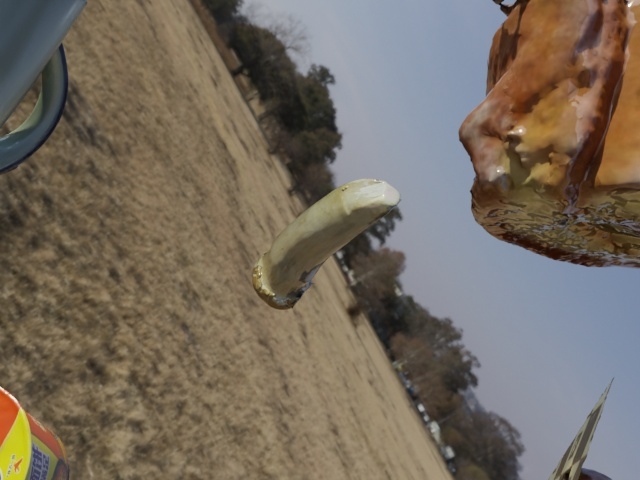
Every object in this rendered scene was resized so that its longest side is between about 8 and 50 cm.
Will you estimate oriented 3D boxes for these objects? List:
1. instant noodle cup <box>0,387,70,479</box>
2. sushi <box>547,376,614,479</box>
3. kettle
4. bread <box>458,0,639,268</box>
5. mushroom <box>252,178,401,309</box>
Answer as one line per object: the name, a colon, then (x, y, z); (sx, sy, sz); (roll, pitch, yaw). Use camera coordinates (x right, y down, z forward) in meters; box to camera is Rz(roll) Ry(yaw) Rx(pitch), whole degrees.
instant noodle cup: (-0.457, 0.315, 0.861); (0.174, 0.213, 0.213); (81, -18, -63)
sushi: (0.239, 0.359, 0.646); (0.068, 0.339, 0.320); (24, -36, 21)
kettle: (-0.343, -0.170, 0.617); (0.161, 0.236, 0.221); (33, 0, 29)
bread: (0.191, -0.053, 0.368); (0.190, 0.244, 0.123); (-14, -116, 64)
mushroom: (0.000, 0.000, 0.675); (0.071, 0.209, 0.084); (43, 39, -6)
